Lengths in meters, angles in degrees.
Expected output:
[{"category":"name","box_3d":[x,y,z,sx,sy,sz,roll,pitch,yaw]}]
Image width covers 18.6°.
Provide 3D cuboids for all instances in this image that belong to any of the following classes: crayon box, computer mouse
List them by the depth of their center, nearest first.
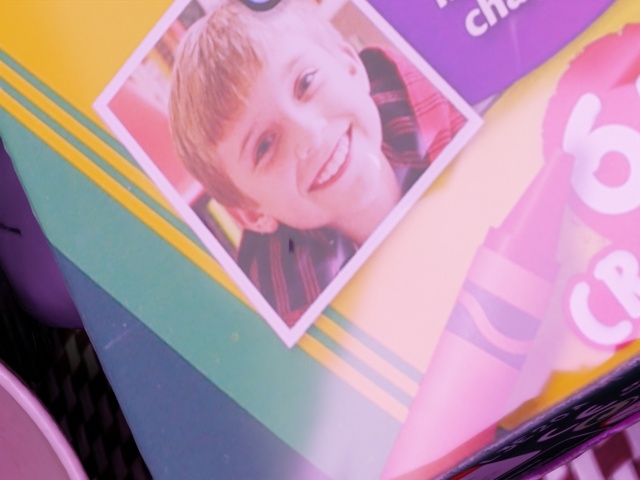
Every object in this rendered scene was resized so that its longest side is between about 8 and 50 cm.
[{"category":"crayon box","box_3d":[0.057,-0.124,0.519,0.363,0.106,0.313,-35,72,28]},{"category":"computer mouse","box_3d":[-0.135,-0.006,0.966,0.272,0.072,0.188,-2,102,54]}]

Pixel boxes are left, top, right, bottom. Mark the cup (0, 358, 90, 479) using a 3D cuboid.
[{"category":"cup","box_3d":[-0.264,0.171,1.006,0.237,0.331,0.331,-135,50,-85]}]
